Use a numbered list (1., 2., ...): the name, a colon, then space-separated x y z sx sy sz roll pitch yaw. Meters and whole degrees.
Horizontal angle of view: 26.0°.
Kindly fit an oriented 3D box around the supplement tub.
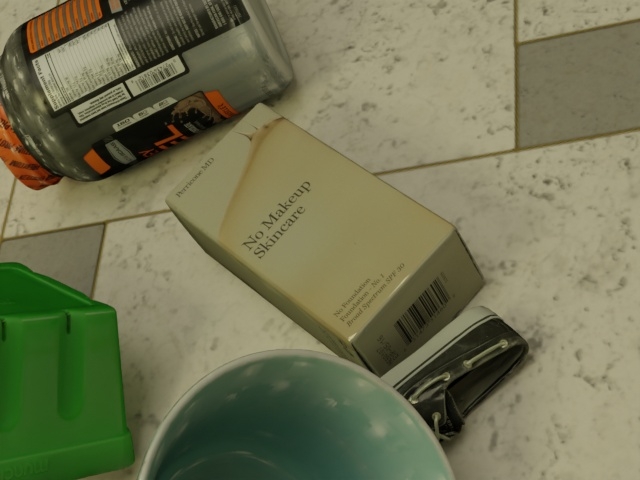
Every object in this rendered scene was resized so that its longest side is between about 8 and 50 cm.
1. supplement tub: -0.221 -0.202 1.619 0.338 0.207 0.207 -25 50 9

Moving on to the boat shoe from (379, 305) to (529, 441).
1. boat shoe: 0.101 0.152 1.300 0.219 0.078 0.070 -42 49 -9

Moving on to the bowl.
1. bowl: -0.044 0.261 1.184 0.163 0.311 0.312 -31 35 57

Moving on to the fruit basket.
1. fruit basket: -0.401 0.216 1.373 0.282 0.392 0.392 21 68 36

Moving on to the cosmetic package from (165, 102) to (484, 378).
1. cosmetic package: 0.000 0.000 1.434 0.160 0.113 0.309 -48 52 -10
